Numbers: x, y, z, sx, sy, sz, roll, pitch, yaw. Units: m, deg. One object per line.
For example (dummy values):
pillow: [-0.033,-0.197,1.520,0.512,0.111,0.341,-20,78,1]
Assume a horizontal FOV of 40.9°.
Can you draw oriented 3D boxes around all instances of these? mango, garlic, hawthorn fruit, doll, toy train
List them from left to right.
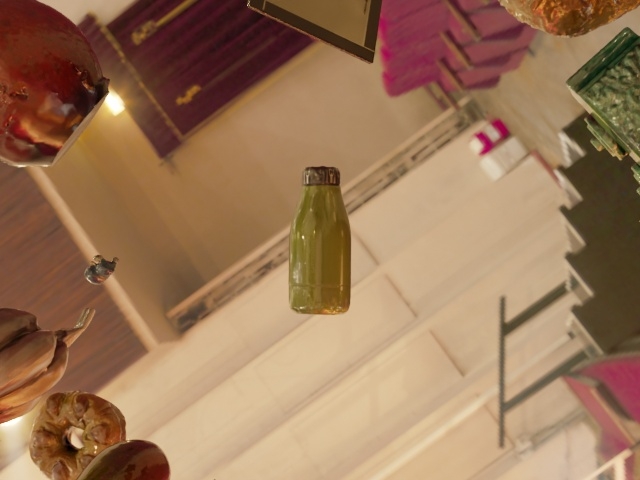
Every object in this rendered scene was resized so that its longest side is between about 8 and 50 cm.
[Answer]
hawthorn fruit: [-0.521,-0.275,1.488,0.316,0.316,0.316,54,-178,-3]
garlic: [-0.319,0.118,0.929,0.131,0.194,0.127,19,125,39]
doll: [-0.548,0.074,2.126,0.076,0.083,0.050,19,-139,-48]
mango: [-0.378,0.460,1.544,0.289,0.129,0.146,-38,-70,-51]
toy train: [0.515,-0.174,1.324,0.299,0.167,0.238,53,-164,22]

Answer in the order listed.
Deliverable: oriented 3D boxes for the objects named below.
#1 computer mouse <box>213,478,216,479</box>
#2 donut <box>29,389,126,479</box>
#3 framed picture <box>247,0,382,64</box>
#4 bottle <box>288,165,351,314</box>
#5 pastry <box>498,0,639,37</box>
computer mouse: [-0.222,0.706,1.825,0.115,0.199,0.389,26,-120,-69]
donut: [-0.547,0.448,1.940,0.227,0.226,0.114,54,-178,17]
framed picture: [0.002,-0.584,1.974,0.347,0.265,0.016,16,163,-31]
bottle: [0.000,0.000,1.522,0.112,0.112,0.260,24,-114,-85]
pastry: [0.390,-0.481,1.347,0.330,0.329,0.136,53,-177,-25]
